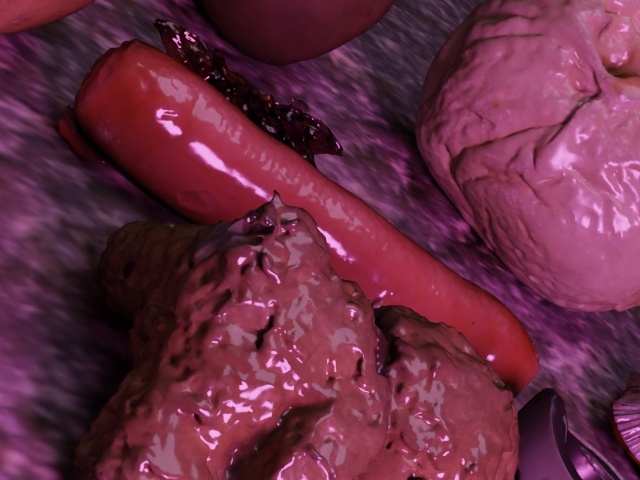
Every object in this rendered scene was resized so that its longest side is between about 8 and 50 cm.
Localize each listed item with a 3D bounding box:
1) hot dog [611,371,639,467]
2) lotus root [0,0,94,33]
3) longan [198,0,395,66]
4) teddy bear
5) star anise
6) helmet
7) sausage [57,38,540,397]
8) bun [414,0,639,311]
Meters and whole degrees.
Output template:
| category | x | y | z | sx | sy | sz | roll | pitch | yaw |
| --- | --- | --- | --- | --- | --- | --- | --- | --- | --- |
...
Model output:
| category | x | y | z | sx | sy | sz | roll | pitch | yaw |
| --- | --- | --- | --- | --- | --- | --- | --- | --- | --- |
| hot dog | 0.326 | 0.181 | 1.295 | 0.108 | 0.059 | 0.191 | 47 | 21 | 8 |
| lotus root | -0.208 | -0.237 | 0.924 | 0.183 | 0.183 | 0.310 | 46 | 21 | -1 |
| longan | -0.025 | -0.274 | 1.263 | 0.246 | 0.215 | 0.246 | 0 | 90 | -53 |
| teddy bear | 0.002 | 0.088 | 0.767 | 0.256 | 0.156 | 0.267 | 36 | 23 | -27 |
| star anise | -0.059 | -0.098 | 1.096 | 0.212 | 0.053 | 0.157 | 39 | 23 | -22 |
| helmet | 0.167 | 0.194 | 0.945 | 0.153 | 0.107 | 0.177 | 53 | 4 | 23 |
| sausage | 0.000 | 0.000 | 0.991 | 0.419 | 0.094 | 0.094 | 36 | 54 | -25 |
| bun | 0.279 | -0.114 | 1.353 | 0.348 | 0.227 | 0.353 | 17 | 66 | -7 |
